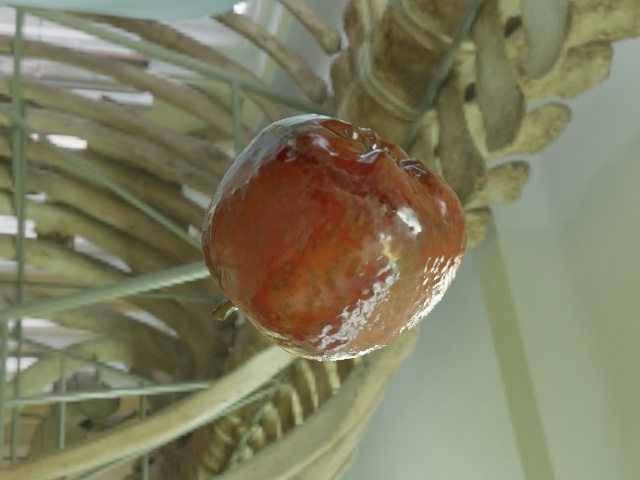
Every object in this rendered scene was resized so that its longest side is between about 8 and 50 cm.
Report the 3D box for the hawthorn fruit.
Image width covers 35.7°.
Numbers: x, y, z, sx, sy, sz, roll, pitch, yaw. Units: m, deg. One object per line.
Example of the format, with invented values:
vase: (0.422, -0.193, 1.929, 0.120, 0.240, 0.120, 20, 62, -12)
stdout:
hawthorn fruit: (0.000, 0.000, 1.105, 0.299, 0.275, 0.275, -38, -150, 6)
